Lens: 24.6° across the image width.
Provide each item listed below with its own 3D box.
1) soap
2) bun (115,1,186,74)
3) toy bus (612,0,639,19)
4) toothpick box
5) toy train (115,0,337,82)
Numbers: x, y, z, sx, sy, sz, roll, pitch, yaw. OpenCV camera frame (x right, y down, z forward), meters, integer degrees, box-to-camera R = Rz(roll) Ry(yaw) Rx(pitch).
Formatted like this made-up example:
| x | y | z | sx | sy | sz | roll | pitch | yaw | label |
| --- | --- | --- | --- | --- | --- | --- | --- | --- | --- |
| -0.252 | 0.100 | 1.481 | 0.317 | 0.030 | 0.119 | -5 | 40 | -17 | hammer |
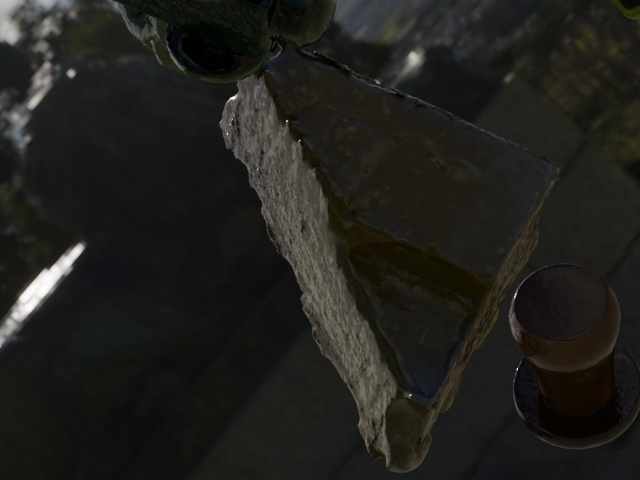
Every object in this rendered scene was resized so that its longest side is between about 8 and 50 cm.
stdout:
| x | y | z | sx | sy | sz | roll | pitch | yaw | label |
| --- | --- | --- | --- | --- | --- | --- | --- | --- | --- |
| 0.000 | 0.000 | 1.304 | 0.304 | 0.339 | 0.169 | -55 | -16 | -37 | soap |
| -0.130 | -0.241 | 1.347 | 0.118 | 0.195 | 0.195 | -28 | -2 | -24 | bun |
| 0.376 | -0.355 | 1.512 | 0.150 | 0.128 | 0.262 | -23 | 22 | 47 | toy bus |
| 0.359 | 0.170 | 2.101 | 0.192 | 0.192 | 0.294 | -52 | -33 | -22 | toothpick box |
| -0.107 | -0.213 | 0.899 | 0.177 | 0.285 | 0.116 | -60 | -15 | -27 | toy train |
